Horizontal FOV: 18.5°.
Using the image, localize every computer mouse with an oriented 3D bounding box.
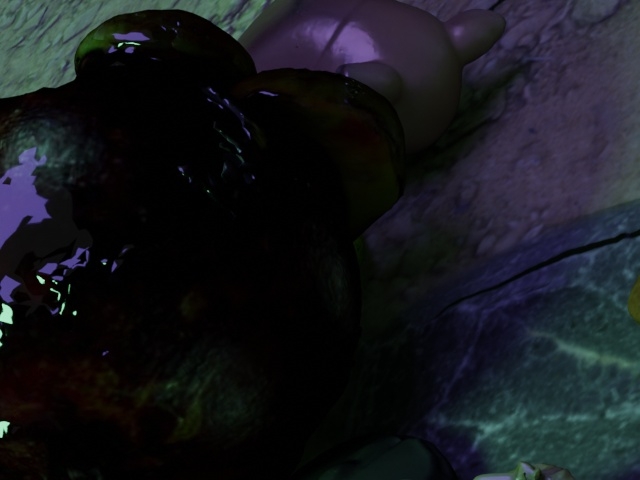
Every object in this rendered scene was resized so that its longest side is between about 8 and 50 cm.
[{"bbox_3d":[-0.013,0.234,1.355,0.137,0.086,0.270,4,56,50],"label":"computer mouse"}]

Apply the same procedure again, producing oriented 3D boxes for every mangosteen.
[{"bbox_3d":[-0.131,0.032,1.468,0.381,0.381,0.421,-6,23,46],"label":"mangosteen"}]

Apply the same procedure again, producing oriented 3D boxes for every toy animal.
[{"bbox_3d":[0.020,-0.142,1.667,0.250,0.154,0.166,6,46,48],"label":"toy animal"}]

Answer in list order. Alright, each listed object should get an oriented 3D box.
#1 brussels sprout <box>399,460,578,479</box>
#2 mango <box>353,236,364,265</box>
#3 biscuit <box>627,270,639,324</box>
[{"bbox_3d":[0.086,0.215,1.216,0.183,0.145,0.131,-6,1,-11],"label":"brussels sprout"},{"bbox_3d":[0.000,0.000,1.624,0.073,0.056,0.108,-52,35,0],"label":"mango"},{"bbox_3d":[0.303,-0.057,1.354,0.186,0.044,0.295,-18,42,34],"label":"biscuit"}]
